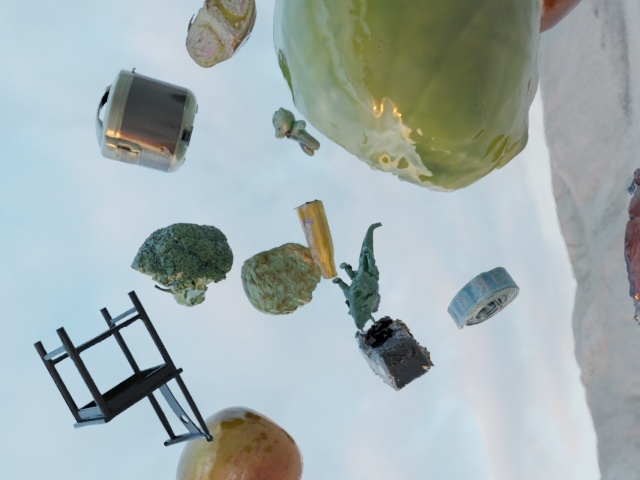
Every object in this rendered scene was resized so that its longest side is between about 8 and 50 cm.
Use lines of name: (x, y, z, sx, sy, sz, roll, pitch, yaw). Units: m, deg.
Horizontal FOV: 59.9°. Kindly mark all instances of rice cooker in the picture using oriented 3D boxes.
rice cooker: (-0.531, -0.354, 1.681, 0.276, 0.288, 0.288, 12, -119, -21)

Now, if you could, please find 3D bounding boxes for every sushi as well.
sushi: (0.250, 0.377, 1.959, 0.234, 0.207, 0.348, 61, 172, -14)

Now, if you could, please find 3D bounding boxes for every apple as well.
apple: (-0.202, 0.567, 1.380, 0.299, 0.299, 0.275, 53, -125, -29)

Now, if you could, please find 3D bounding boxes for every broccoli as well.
broccoli: (-0.349, 0.060, 1.445, 0.261, 0.269, 0.242, -28, -44, -50)

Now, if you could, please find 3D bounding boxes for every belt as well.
belt: (0.399, 0.141, 1.344, 0.163, 0.147, 0.082, 95, 155, -56)

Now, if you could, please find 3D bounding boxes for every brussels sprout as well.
brussels sprout: (0.098, -0.211, 0.617, 0.344, 0.268, 0.344, -5, -84, -54)

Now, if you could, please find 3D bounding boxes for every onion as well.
onion: (0.562, 0.001, 0.892, 0.227, 0.120, 0.284, 30, -121, -46)

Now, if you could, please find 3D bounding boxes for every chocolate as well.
chocolate: (0.000, 0.000, 1.506, 0.085, 0.085, 0.219, -22, -87, -59)

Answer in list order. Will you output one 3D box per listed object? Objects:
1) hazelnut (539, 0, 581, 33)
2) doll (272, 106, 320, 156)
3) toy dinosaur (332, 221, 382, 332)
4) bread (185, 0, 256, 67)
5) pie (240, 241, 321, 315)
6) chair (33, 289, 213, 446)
hazelnut: (0.346, -0.455, 0.890, 0.217, 0.217, 0.252, 38, -142, -43)
doll: (-0.068, -0.280, 1.456, 0.150, 0.115, 0.077, 41, -105, -6)
toy dinosaur: (0.091, 0.072, 1.267, 0.120, 0.079, 0.292, 30, -130, -41)
bread: (-0.260, -0.618, 1.595, 0.158, 0.260, 0.156, 46, -139, -1)
pie: (-0.112, 0.114, 1.626, 0.090, 0.247, 0.201, -50, -60, -75)
chair: (-0.296, 0.229, 0.848, 0.141, 0.154, 0.260, -31, -86, -43)
